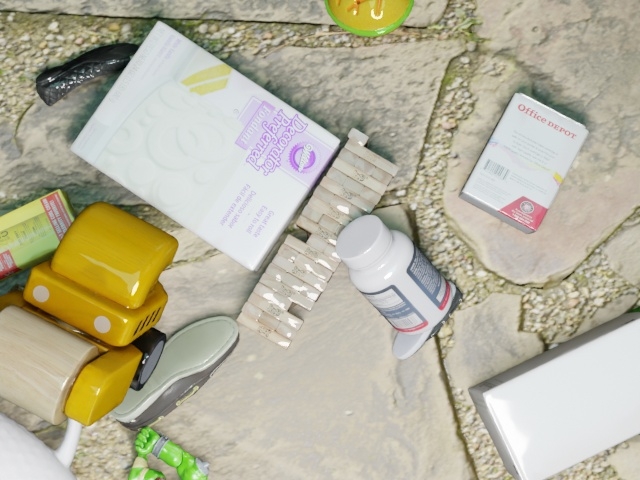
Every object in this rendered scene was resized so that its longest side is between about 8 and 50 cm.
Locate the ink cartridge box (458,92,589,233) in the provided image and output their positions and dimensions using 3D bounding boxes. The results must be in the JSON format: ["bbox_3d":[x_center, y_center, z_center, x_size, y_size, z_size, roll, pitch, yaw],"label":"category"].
[{"bbox_3d":[0.307,-0.116,1.917,0.127,0.072,0.175,29,86,2],"label":"ink cartridge box"}]

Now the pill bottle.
[{"bbox_3d":[0.104,0.047,1.846,0.108,0.108,0.180,-45,125,-3],"label":"pill bottle"}]

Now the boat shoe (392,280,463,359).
[{"bbox_3d":[0.165,0.126,1.913,0.040,0.049,0.142,36,91,-36],"label":"boat shoe"}]

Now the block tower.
[{"bbox_3d":[0.000,0.000,1.899,0.097,0.091,0.335,30,87,1],"label":"block tower"}]

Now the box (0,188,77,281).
[{"bbox_3d":[-0.475,0.011,1.911,0.232,0.058,0.087,-25,85,-2],"label":"box"}]

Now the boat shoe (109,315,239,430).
[{"bbox_3d":[-0.212,0.199,1.896,0.228,0.068,0.081,-36,52,-5],"label":"boat shoe"}]

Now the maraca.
[{"bbox_3d":[0.060,-0.379,1.927,0.127,0.099,0.186,-41,62,-11],"label":"maraca"}]

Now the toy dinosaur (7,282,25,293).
[{"bbox_3d":[-0.401,0.150,1.899,0.211,0.064,0.112,40,85,2],"label":"toy dinosaur"}]

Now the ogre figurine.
[{"bbox_3d":[-0.229,0.386,1.867,0.118,0.097,0.197,11,74,12],"label":"ogre figurine"}]

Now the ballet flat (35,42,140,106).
[{"bbox_3d":[-0.354,-0.259,1.945,0.173,0.057,0.049,-21,127,-1],"label":"ballet flat"}]

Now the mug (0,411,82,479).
[{"bbox_3d":[-0.489,0.323,1.790,0.328,0.276,0.374,29,75,-5],"label":"mug"}]

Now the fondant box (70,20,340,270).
[{"bbox_3d":[-0.170,-0.139,1.906,0.330,0.096,0.238,34,86,1],"label":"fondant box"}]

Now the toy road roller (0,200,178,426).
[{"bbox_3d":[-0.323,0.086,1.731,0.203,0.329,0.240,25,105,7],"label":"toy road roller"}]

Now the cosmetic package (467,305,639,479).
[{"bbox_3d":[0.416,0.208,1.834,0.366,0.197,0.155,-24,86,-3],"label":"cosmetic package"}]
